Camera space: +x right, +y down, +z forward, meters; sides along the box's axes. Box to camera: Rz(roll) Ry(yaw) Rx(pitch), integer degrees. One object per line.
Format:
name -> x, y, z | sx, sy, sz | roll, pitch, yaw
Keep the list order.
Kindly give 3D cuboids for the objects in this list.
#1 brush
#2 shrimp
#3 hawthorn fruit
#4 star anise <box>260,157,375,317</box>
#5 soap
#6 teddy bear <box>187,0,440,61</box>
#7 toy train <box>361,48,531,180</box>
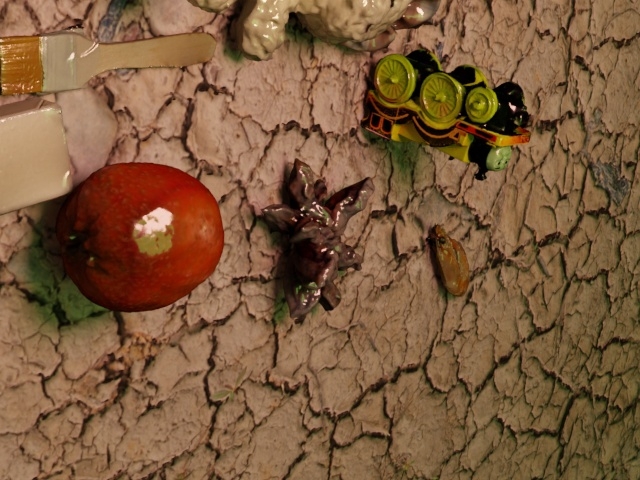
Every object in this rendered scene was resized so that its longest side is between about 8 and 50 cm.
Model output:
brush -> -0.269, -0.240, 1.336 | 0.336, 0.020, 0.085 | -15, 115, -43
shrimp -> 0.248, 0.033, 1.967 | 0.190, 0.042, 0.101 | 59, 42, -40
hawthorn fruit -> -0.219, -0.011, 1.352 | 0.253, 0.205, 0.205 | -16, 116, -47
star anise -> -0.002, 0.004, 1.642 | 0.212, 0.129, 0.282 | -42, 138, -50
soap -> -0.394, -0.093, 1.229 | 0.183, 0.064, 0.121 | -23, 120, -40
teddy bear -> 0.022, -0.337, 1.394 | 0.327, 0.375, 0.362 | -33, 119, 20
toy train -> 0.201, -0.204, 1.639 | 0.100, 0.296, 0.160 | -12, 122, -44
